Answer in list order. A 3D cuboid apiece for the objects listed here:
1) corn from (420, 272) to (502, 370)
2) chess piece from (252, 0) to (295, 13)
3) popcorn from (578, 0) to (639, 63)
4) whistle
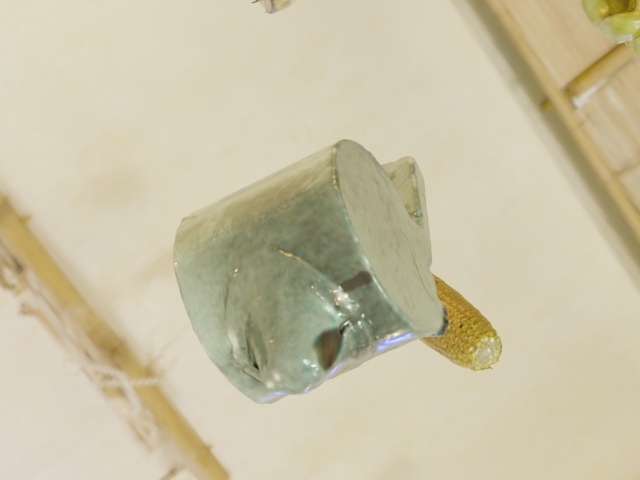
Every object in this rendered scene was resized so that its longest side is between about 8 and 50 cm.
[{"bbox_3d":[0.167,0.108,1.888,0.091,0.091,0.260,16,-166,-34],"label":"corn"},{"bbox_3d":[0.059,-0.345,1.383,0.137,0.301,0.137,160,90,-82],"label":"chess piece"},{"bbox_3d":[0.395,-0.256,1.324,0.237,0.293,0.293,61,172,-3],"label":"popcorn"},{"bbox_3d":[0.017,0.024,1.213,0.188,0.168,0.405,66,-160,4],"label":"whistle"}]
